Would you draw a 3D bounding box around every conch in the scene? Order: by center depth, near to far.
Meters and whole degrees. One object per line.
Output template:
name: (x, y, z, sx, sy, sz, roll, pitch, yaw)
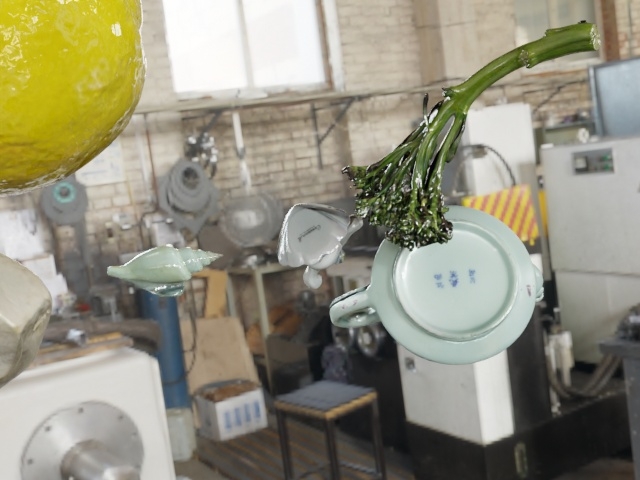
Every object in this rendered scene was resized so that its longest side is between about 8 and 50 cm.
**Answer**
conch: (-0.238, 0.043, 1.289, 0.180, 0.065, 0.088, -10, -29, 3)

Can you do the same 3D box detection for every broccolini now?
broccolini: (0.135, -0.085, 0.726, 0.271, 0.123, 0.062, -37, -22, 30)

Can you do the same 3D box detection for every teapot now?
teapot: (0.124, 0.058, 0.841, 0.232, 0.159, 0.159, -8, 5, -1)

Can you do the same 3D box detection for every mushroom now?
mushroom: (-0.295, 0.085, 0.714, 0.108, 0.096, 0.247, -34, -8, -40)

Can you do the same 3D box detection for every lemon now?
lemon: (-0.333, -0.197, 0.775, 0.348, 0.348, 0.348, -8, 5, 1)

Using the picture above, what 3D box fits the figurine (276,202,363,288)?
figurine: (0.000, 0.000, 0.837, 0.094, 0.082, 0.086, -33, -31, 1)
